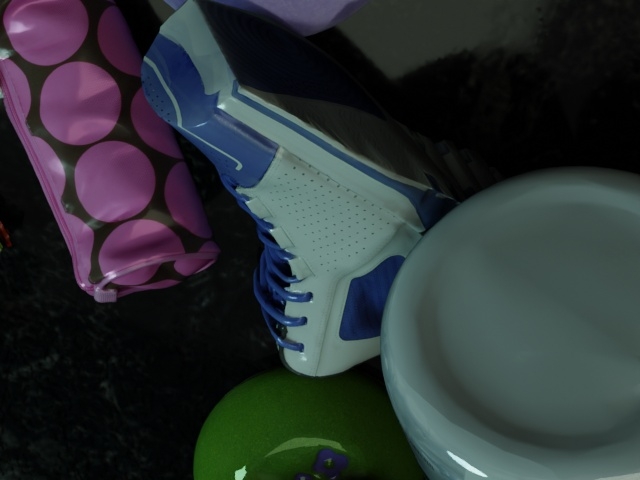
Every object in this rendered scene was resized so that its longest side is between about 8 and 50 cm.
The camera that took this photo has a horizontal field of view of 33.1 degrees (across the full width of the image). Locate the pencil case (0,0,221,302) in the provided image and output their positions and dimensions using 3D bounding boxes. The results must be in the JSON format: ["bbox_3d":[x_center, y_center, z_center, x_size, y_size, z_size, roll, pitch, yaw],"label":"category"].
[{"bbox_3d":[-0.145,-0.063,0.683,0.098,0.095,0.209,-24,86,-28],"label":"pencil case"}]

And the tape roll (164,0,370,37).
[{"bbox_3d":[-0.033,-0.223,0.665,0.188,0.080,0.189,-1,110,-1],"label":"tape roll"}]

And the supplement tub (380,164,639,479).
[{"bbox_3d":[0.168,0.127,0.678,0.207,0.207,0.338,-18,142,5],"label":"supplement tub"}]

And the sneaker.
[{"bbox_3d":[0.001,0.000,0.694,0.315,0.127,0.182,28,117,-38],"label":"sneaker"}]

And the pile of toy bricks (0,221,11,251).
[{"bbox_3d":[-0.268,0.006,0.743,0.105,0.118,0.212,-27,94,-21],"label":"pile of toy bricks"}]

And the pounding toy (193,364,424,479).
[{"bbox_3d":[0.007,0.216,0.815,0.183,0.110,0.237,-31,108,9],"label":"pounding toy"}]
